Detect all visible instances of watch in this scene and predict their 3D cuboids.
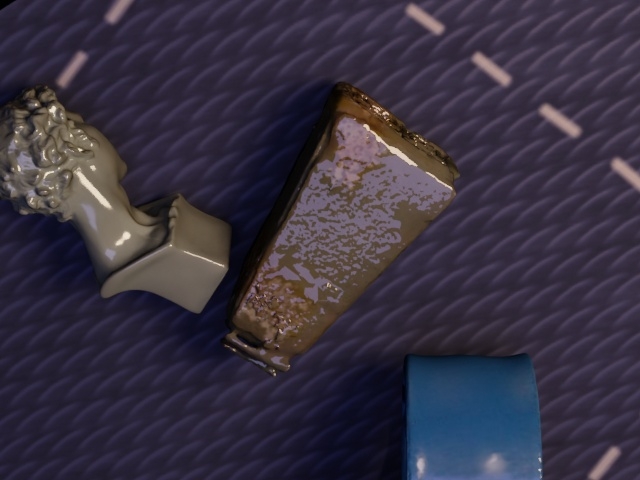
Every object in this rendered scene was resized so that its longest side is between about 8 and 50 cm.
[{"bbox_3d":[0.138,0.235,1.343,0.241,0.305,0.274,2,68,1],"label":"watch"}]

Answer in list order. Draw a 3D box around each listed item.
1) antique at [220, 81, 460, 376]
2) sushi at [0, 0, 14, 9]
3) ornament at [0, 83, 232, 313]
[{"bbox_3d":[0.000,0.000,1.376,0.150,0.125,0.284,33,104,-8],"label":"antique"},{"bbox_3d":[-0.418,-0.285,1.244,0.215,0.212,0.227,-36,93,-16],"label":"sushi"},{"bbox_3d":[-0.218,-0.030,1.373,0.285,0.130,0.120,42,116,-10],"label":"ornament"}]
